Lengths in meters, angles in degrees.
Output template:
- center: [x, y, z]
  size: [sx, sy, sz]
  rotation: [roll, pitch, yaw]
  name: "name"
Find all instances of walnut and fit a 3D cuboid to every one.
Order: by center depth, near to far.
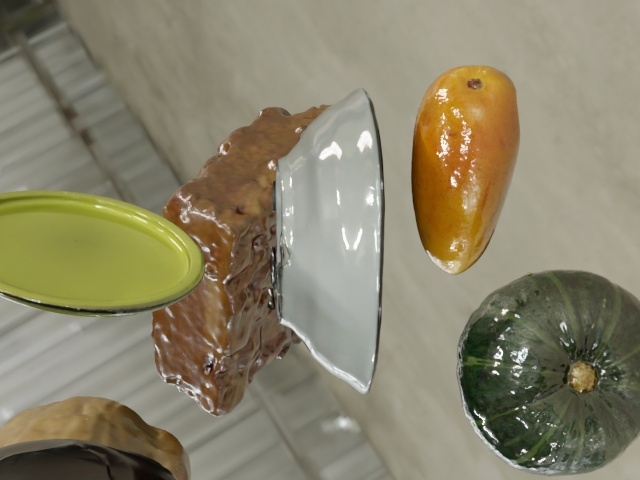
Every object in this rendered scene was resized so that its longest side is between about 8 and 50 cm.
- center: [-0.272, 0.335, 1.607]
  size: [0.344, 0.306, 0.306]
  rotation: [-69, -39, -56]
  name: "walnut"

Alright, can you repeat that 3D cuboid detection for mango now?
- center: [0.138, -0.069, 1.450]
  size: [0.141, 0.102, 0.217]
  rotation: [-128, 39, -66]
  name: "mango"

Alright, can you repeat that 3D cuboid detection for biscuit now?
- center: [-0.085, 0.007, 2.016]
  size: [0.166, 0.395, 0.343]
  rotation: [20, 126, 22]
  name: "biscuit"

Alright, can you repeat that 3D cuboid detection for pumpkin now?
- center: [0.338, 0.184, 2.030]
  size: [0.300, 0.300, 0.207]
  rotation: [60, 170, -2]
  name: "pumpkin"

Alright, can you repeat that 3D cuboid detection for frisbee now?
- center: [-0.221, 0.010, 1.292]
  size: [0.236, 0.236, 0.017]
  rotation: [42, 128, 47]
  name: "frisbee"

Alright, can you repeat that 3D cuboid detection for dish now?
- center: [0.000, 0.000, 1.475]
  size: [0.316, 0.106, 0.317]
  rotation: [180, 90, -86]
  name: "dish"

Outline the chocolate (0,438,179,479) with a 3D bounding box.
- center: [-0.214, 0.340, 1.159]
  size: [0.383, 0.383, 0.331]
  rotation: [41, 135, 49]
  name: "chocolate"
